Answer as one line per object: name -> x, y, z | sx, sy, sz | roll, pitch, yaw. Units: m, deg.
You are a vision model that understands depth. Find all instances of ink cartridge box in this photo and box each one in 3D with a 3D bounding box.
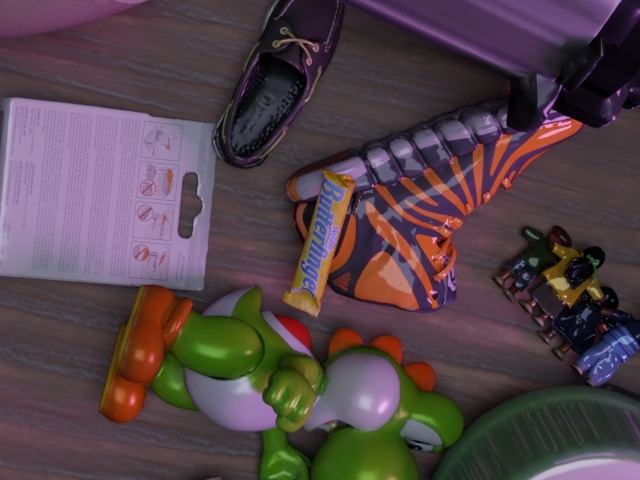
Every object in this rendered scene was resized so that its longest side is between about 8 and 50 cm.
ink cartridge box -> -0.224, -0.046, 1.858 | 0.224, 0.056, 0.181 | 5, 92, -25

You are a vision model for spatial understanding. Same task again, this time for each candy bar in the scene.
candy bar -> 0.000, 0.000, 1.812 | 0.040, 0.018, 0.161 | 24, 118, 14

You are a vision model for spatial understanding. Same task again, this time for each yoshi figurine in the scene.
yoshi figurine -> -0.038, 0.184, 1.818 | 0.362, 0.203, 0.203 | 16, 107, -9

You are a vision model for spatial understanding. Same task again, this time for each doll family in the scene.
doll family -> 0.276, 0.064, 1.896 | 0.111, 0.076, 0.193 | -40, 101, -7

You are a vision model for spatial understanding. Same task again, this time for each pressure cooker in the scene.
pressure cooker -> 0.211, -0.326, 1.707 | 0.420, 0.375, 0.370 | 23, 131, -9

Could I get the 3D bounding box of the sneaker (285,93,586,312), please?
sneaker -> 0.138, -0.035, 1.861 | 0.321, 0.124, 0.180 | -19, 99, 6

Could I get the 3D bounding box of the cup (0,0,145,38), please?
cup -> -0.335, -0.318, 1.715 | 0.237, 0.331, 0.331 | -27, 96, 23

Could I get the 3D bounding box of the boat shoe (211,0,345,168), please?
boat shoe -> -0.035, -0.175, 1.848 | 0.081, 0.068, 0.228 | 27, 90, -11

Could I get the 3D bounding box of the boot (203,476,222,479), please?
boot -> -0.064, 0.301, 1.817 | 0.213, 0.165, 0.077 | -21, 129, -1

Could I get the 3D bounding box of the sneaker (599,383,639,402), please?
sneaker -> 0.348, 0.196, 1.922 | 0.152, 0.054, 0.061 | 13, 107, -3

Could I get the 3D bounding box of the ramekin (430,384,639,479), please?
ramekin -> 0.260, 0.312, 1.836 | 0.303, 0.148, 0.303 | -1, 105, -5
